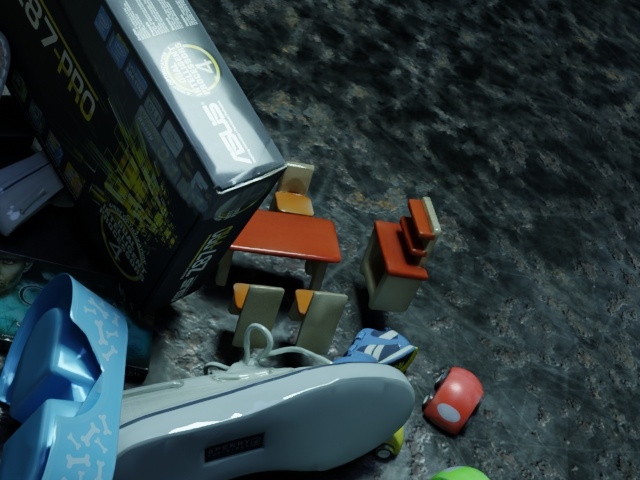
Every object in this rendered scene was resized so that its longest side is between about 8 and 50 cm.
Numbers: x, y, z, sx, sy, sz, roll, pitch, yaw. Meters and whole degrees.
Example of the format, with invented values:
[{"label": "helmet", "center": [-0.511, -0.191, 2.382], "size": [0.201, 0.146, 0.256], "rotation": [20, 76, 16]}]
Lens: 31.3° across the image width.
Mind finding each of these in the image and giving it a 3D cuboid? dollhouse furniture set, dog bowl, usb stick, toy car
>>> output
[{"label": "dollhouse furniture set", "center": [0.000, 0.000, 1.398], "size": [0.259, 0.135, 0.262], "rotation": [7, 38, -17]}, {"label": "dog bowl", "center": [-0.257, 0.173, 1.112], "size": [0.074, 0.166, 0.297], "rotation": [26, 41, -27]}, {"label": "usb stick", "center": [-0.483, -0.145, 1.376], "size": [0.278, 0.045, 0.077], "rotation": [-2, 61, -31]}, {"label": "toy car", "center": [0.147, 0.249, 1.339], "size": [0.239, 0.053, 0.225], "rotation": [-9, 54, -35]}]

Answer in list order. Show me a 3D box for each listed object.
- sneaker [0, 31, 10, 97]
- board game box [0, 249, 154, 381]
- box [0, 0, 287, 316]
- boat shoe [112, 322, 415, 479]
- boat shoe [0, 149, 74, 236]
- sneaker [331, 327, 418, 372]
[{"label": "sneaker", "center": [-0.429, -0.096, 1.294], "size": [0.108, 0.121, 0.302], "rotation": [22, 72, -16]}, {"label": "board game box", "center": [-0.280, 0.084, 1.281], "size": [0.186, 0.026, 0.126], "rotation": [14, 45, -17]}, {"label": "box", "center": [-0.215, -0.153, 1.231], "size": [0.097, 0.318, 0.395], "rotation": [-24, 77, -34]}, {"label": "boat shoe", "center": [-0.084, 0.174, 1.238], "size": [0.367, 0.136, 0.156], "rotation": [-12, 38, -23]}, {"label": "boat shoe", "center": [-0.320, -0.073, 1.385], "size": [0.226, 0.083, 0.076], "rotation": [-37, 89, -38]}, {"label": "sneaker", "center": [0.052, 0.144, 1.393], "size": [0.144, 0.053, 0.059], "rotation": [-11, 50, -42]}]
